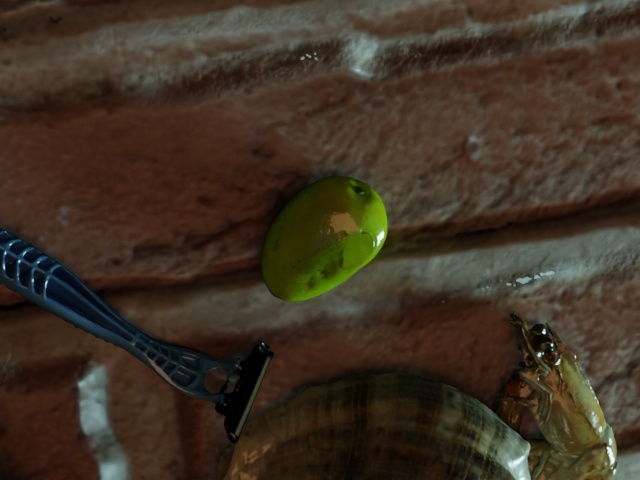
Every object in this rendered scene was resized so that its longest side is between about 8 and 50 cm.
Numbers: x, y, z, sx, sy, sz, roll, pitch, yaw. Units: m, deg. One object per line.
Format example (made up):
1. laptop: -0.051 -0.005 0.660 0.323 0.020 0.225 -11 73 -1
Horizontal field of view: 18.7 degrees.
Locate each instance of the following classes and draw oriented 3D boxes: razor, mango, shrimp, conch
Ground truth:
1. razor: -0.156 0.059 1.424 0.253 0.042 0.082 31 59 -18
2. mango: 0.000 0.000 1.423 0.073 0.056 0.108 37 102 -14
3. shrimp: 0.172 0.136 1.517 0.099 0.041 0.180 -14 113 11
4. conch: 0.066 0.230 1.456 0.291 0.159 0.210 27 110 -15
